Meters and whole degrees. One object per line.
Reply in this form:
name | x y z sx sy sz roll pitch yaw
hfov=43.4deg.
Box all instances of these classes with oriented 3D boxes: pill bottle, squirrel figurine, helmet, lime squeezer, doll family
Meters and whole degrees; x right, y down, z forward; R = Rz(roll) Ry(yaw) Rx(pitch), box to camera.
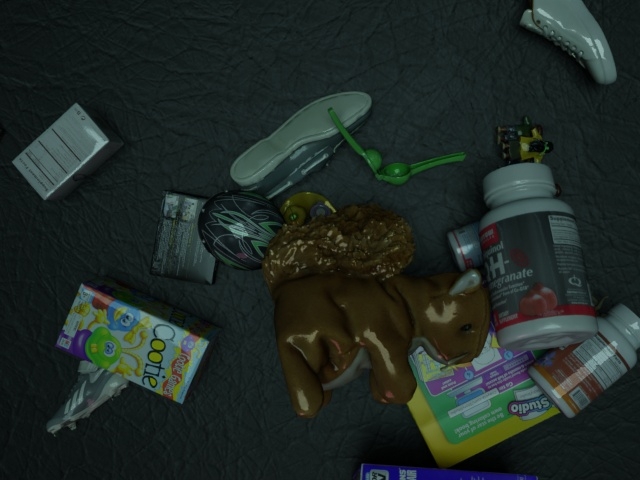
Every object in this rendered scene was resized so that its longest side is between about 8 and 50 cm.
pill bottle | 0.503 0.219 1.495 0.216 0.121 0.121 -41 91 1
pill bottle | 0.383 0.029 1.456 0.177 0.176 0.318 -7 71 4
squirrel figurine | 0.104 0.099 1.454 0.371 0.281 0.396 -18 74 4
helmet | -0.150 -0.020 1.568 0.170 0.161 0.169 -1 79 5
lime squeezer | 0.134 -0.165 1.591 0.311 0.058 0.110 16 135 -22
doll family | 0.417 -0.152 1.603 0.112 0.076 0.192 -4 99 -1
pill bottle | 0.339 -0.002 1.606 0.160 0.087 0.087 -20 92 5

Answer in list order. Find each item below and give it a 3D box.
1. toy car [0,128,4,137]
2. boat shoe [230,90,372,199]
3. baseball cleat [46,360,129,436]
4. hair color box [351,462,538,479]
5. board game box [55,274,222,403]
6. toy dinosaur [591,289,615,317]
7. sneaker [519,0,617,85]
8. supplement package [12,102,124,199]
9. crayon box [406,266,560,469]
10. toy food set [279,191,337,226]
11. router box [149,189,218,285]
toy car | -0.707 -0.197 1.667 0.041 0.060 0.122 25 88 33
boat shoe | -0.028 -0.188 1.626 0.320 0.116 0.099 -33 135 -2
baseball cleat | -0.500 0.317 1.691 0.206 0.072 0.109 -33 78 0
hair color box | 0.235 0.508 1.575 0.339 0.185 0.110 3 67 -3
board game box | -0.362 0.196 1.629 0.275 0.142 0.144 24 95 1
toy dinosaur | 0.565 0.168 1.633 0.093 0.053 0.183 -32 84 20
sneaker | 0.466 -0.412 1.572 0.123 0.106 0.290 -29 81 8
supplement package | -0.509 -0.178 1.631 0.179 0.105 0.105 -41 91 5
crayon box | 0.328 0.234 1.614 0.363 0.106 0.313 -27 93 4
toy food set | 0.000 0.000 1.632 0.128 0.071 0.218 -40 91 5
router box | -0.271 -0.006 1.659 0.133 0.046 0.178 11 95 2
